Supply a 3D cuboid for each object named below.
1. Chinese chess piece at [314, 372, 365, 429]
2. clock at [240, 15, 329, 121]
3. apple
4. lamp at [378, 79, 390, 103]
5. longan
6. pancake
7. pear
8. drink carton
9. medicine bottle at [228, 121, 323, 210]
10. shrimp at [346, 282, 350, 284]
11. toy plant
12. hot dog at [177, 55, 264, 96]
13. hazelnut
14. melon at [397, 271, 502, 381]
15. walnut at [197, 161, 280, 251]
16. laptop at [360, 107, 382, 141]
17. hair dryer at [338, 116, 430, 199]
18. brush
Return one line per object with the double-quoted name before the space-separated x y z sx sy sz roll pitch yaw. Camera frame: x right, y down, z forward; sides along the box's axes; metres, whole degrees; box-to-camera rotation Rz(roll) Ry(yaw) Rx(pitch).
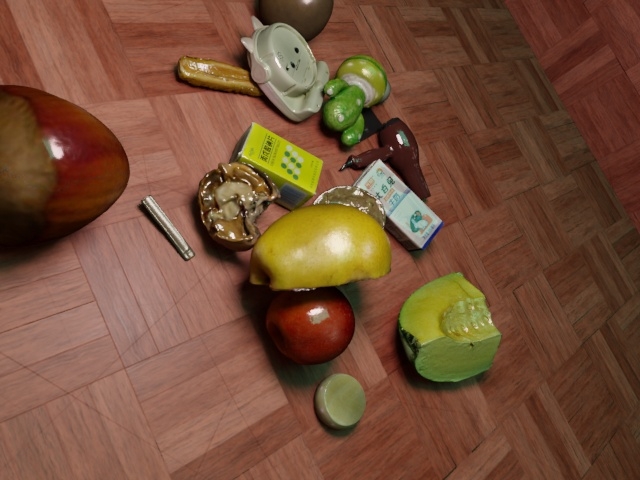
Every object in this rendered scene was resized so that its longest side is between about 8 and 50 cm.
"Chinese chess piece" 0.051 0.427 1.364 0.144 0.058 0.144 14 61 -27
"clock" -0.114 -0.563 1.640 0.324 0.109 0.265 40 48 -35
"apple" -0.025 0.209 1.313 0.201 0.218 0.218 -27 85 -27
"lamp" 0.212 -0.564 1.919 0.105 0.105 0.105 15 61 -28
"longan" -0.080 -0.797 1.732 0.258 0.258 0.258 15 61 -28
"pancake" 0.085 -0.058 1.583 0.242 0.050 0.242 1 74 -5
"pear" 0.000 0.000 1.325 0.386 0.340 0.191 -8 99 -42
"drink carton" 0.247 -0.112 1.704 0.315 0.106 0.130 42 74 -9
"medicine bottle" -0.135 -0.207 1.489 0.250 0.141 0.137 27 58 -21
"shrimp" 0.052 0.087 1.550 0.114 0.023 0.083 26 53 -28
"toy plant" 0.104 -0.481 1.736 0.224 0.184 0.316 56 44 -36
"hot dog" -0.298 -0.496 1.564 0.289 0.068 0.083 2 88 -38
"hazelnut" -0.588 -0.157 1.045 0.366 0.366 0.366 15 61 -28
"melon" 0.376 0.273 1.567 0.343 0.226 0.331 -7 84 -23
"walnut" -0.233 -0.087 1.365 0.204 0.141 0.238 26 60 -8
"laptop" 0.147 -0.434 1.869 0.180 0.016 0.129 -37 92 -41
"hair dryer" 0.216 -0.252 1.795 0.340 0.123 0.312 -23 93 -28
"brush" -0.390 -0.029 1.305 0.034 0.027 0.190 -43 103 -36
